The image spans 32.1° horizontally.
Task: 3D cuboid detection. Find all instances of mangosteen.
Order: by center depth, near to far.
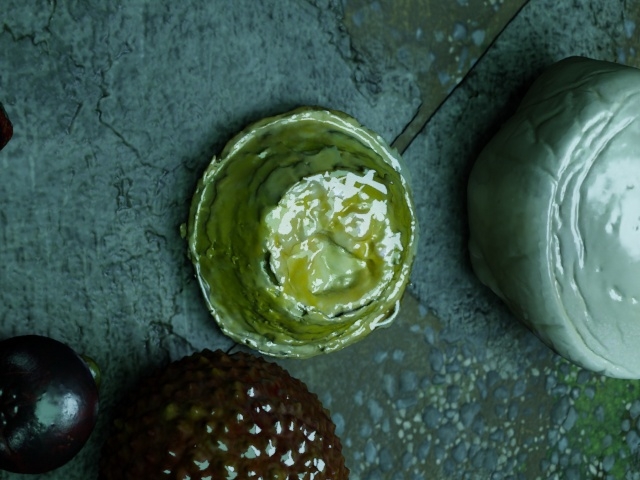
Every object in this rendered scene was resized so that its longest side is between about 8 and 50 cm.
[{"bbox_3d":[-0.299,0.172,1.173,0.152,0.152,0.153,-4,101,-24],"label":"mangosteen"}]

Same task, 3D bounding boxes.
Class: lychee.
[{"bbox_3d":[-0.100,0.252,1.205,0.275,0.304,0.276,-32,144,-27],"label":"lychee"}]

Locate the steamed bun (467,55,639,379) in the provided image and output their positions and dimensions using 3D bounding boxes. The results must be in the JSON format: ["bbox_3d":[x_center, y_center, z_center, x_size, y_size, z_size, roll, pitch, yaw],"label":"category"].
[{"bbox_3d":[0.310,-0.018,1.364,0.236,0.247,0.384,-19,112,-10],"label":"steamed bun"}]

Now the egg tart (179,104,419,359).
[{"bbox_3d":[0.000,0.000,1.289,0.314,0.120,0.315,-5,102,-24],"label":"egg tart"}]

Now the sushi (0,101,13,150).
[{"bbox_3d":[-0.407,-0.152,1.075,0.225,0.126,0.136,43,81,-19],"label":"sushi"}]
